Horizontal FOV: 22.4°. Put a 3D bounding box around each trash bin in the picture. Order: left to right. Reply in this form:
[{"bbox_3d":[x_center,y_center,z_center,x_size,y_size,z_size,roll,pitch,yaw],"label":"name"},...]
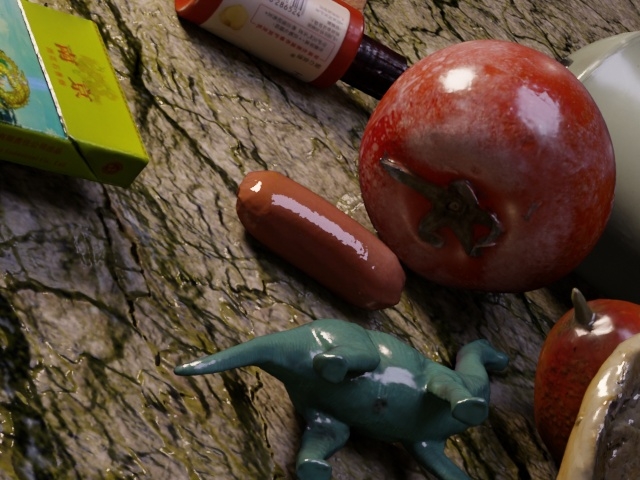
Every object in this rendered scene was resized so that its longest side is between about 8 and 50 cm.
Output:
[{"bbox_3d":[0.405,-0.037,1.848,0.432,0.280,0.280,42,28,19],"label":"trash bin"}]

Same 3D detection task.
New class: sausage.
[{"bbox_3d":[0.000,0.000,1.577,0.194,0.077,0.077,35,29,-9],"label":"sausage"}]

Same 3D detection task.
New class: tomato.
[{"bbox_3d":[0.178,-0.083,1.678,0.270,0.270,0.227,41,46,1],"label":"tomato"}]

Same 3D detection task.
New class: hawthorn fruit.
[{"bbox_3d":[0.286,0.142,1.554,0.251,0.199,0.199,58,18,-32],"label":"hawthorn fruit"}]

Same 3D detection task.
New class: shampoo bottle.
[{"bbox_3d":[-0.024,-0.243,1.849,0.278,0.104,0.104,26,32,-24],"label":"shampoo bottle"}]

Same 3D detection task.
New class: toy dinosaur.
[{"bbox_3d":[0.037,0.111,1.473,0.383,0.129,0.331,22,16,-15],"label":"toy dinosaur"}]

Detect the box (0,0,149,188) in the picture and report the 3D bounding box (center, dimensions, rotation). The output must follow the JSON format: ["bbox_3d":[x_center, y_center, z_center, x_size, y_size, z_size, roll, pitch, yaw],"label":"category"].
[{"bbox_3d":[-0.313,-0.152,1.364,0.335,0.047,0.187,13,39,-41],"label":"box"}]

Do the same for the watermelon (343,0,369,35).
[{"bbox_3d":[0.004,-0.318,2.033,0.155,0.080,0.101,22,21,-1],"label":"watermelon"}]

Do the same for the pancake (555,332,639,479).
[{"bbox_3d":[0.320,0.254,1.414,0.387,0.082,0.387,0,89,-45],"label":"pancake"}]
